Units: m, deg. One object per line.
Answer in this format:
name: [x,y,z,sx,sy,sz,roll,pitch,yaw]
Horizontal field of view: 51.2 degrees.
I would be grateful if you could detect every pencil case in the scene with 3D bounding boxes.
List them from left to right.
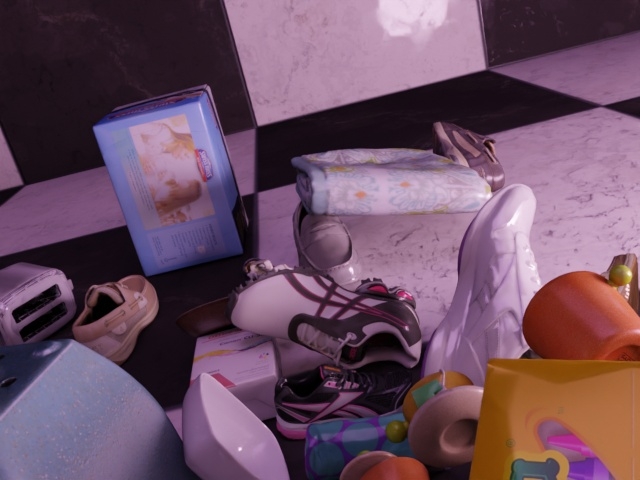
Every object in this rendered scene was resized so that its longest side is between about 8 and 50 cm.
pencil case: [0.059,0.220,0.716,0.152,0.064,0.070,-10,-24,10]

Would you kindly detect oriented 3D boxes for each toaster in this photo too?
toaster: [-0.582,0.131,1.273,0.147,0.129,0.227,1,24,30]

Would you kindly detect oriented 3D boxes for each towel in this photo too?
towel: [0.114,-0.121,1.303,0.321,0.090,0.374,-3,15,-7]

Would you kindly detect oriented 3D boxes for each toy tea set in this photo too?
toy tea set: [0.168,0.155,0.635,0.336,0.199,0.124,-21,30,-3]

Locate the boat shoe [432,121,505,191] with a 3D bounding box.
boat shoe: [0.331,-0.178,1.515,0.131,0.132,0.355,-3,30,1]

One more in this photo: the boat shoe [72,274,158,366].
boat shoe: [-0.368,0.120,1.200,0.109,0.098,0.302,-12,21,5]

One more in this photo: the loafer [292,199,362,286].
loafer: [0.000,0.000,1.254,0.112,0.111,0.319,-17,21,-8]

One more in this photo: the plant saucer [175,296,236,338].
plant saucer: [-0.120,0.119,1.027,0.199,0.036,0.198,-14,-14,-4]

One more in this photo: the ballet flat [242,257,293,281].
ballet flat: [-0.082,0.071,1.184,0.074,0.074,0.203,-25,23,-26]

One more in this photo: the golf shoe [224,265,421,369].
golf shoe: [0.009,0.108,0.902,0.273,0.105,0.120,4,36,-11]

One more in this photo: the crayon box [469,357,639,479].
crayon box: [0.226,0.237,0.338,0.313,0.106,0.362,-3,44,27]

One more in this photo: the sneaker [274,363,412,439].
sneaker: [0.027,0.184,0.811,0.178,0.077,0.072,-15,22,-5]

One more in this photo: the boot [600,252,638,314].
boot: [0.324,0.082,0.882,0.165,0.077,0.213,0,31,36]

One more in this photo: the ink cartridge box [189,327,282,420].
ink cartridge box: [-0.115,0.176,0.937,0.116,0.067,0.198,-14,20,-2]

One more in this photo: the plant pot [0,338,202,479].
plant pot: [-0.283,0.237,0.630,0.248,0.252,0.247,-8,21,14]

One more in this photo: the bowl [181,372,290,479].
bowl: [-0.099,0.225,0.726,0.053,0.142,0.142,-40,23,3]

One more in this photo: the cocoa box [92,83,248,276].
cocoa box: [-0.314,-0.135,1.473,0.232,0.346,0.228,-13,21,1]

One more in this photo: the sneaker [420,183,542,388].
sneaker: [0.231,0.075,0.806,0.152,0.114,0.304,10,69,30]
